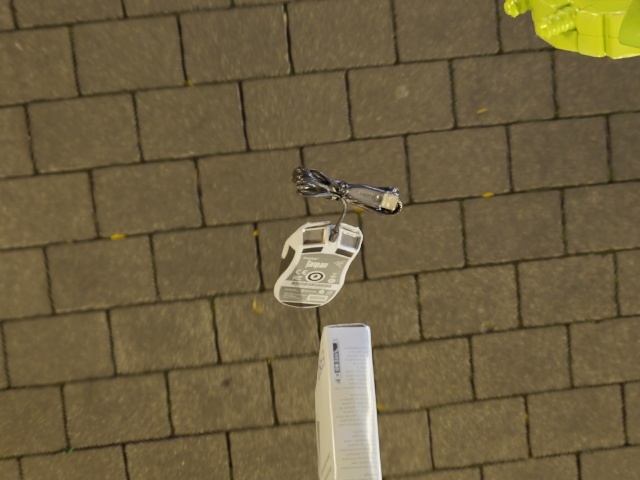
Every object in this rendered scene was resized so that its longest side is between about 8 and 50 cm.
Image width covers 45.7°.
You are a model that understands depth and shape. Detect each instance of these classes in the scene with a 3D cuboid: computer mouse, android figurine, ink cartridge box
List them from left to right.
[{"bbox_3d":[0.000,0.000,0.729,0.105,0.193,0.042,6,53,-19],"label":"computer mouse"},{"bbox_3d":[0.024,0.219,0.696,0.045,0.223,0.224,-3,62,-4],"label":"ink cartridge box"},{"bbox_3d":[0.309,-0.247,0.700,0.272,0.248,0.056,-20,128,-2],"label":"android figurine"}]

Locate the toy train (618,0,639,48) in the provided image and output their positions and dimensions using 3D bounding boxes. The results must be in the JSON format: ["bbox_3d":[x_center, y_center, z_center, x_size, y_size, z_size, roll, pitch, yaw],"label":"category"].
[{"bbox_3d":[0.280,-0.136,0.545,0.143,0.105,0.248,30,126,29],"label":"toy train"}]
